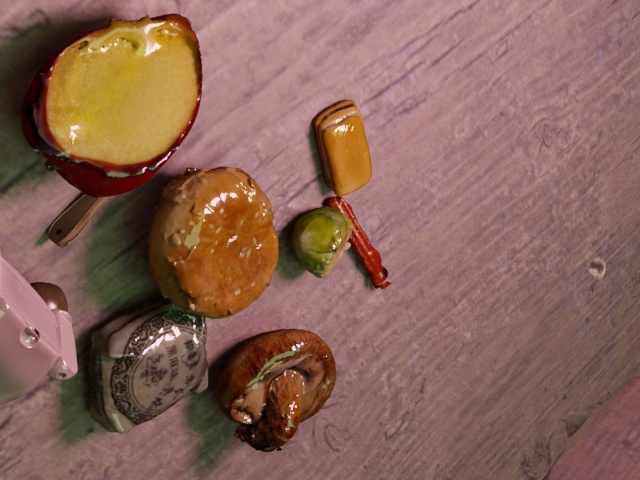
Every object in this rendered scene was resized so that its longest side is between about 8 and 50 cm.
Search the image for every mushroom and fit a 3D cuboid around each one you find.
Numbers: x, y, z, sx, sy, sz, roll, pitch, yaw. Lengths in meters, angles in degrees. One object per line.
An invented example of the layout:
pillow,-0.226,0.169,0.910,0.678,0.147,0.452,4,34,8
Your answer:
mushroom,-0.108,0.330,2.230,0.263,0.195,0.283,31,73,-39

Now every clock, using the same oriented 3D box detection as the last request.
clock,-0.616,0.171,1.650,0.326,0.184,0.342,-24,128,6

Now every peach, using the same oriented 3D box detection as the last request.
peach,-0.352,-0.235,1.705,0.258,0.201,0.361,39,68,-16

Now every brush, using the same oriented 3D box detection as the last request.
brush,-0.373,-0.109,1.849,0.327,0.070,0.065,-48,146,-10

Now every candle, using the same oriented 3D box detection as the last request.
candle,0.095,0.005,2.345,0.051,0.048,0.329,-35,133,-4

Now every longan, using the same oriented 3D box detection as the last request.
longan,-0.520,0.129,1.813,0.119,0.106,0.106,-11,119,-44

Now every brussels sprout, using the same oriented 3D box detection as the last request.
brussels sprout,-0.004,-0.002,2.204,0.149,0.122,0.151,-59,169,15

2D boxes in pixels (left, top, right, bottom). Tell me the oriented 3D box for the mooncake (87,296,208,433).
mooncake,-0.346,0.252,2.014,0.250,0.136,0.254,-25,128,-36

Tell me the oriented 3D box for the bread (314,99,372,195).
bread,0.055,-0.202,2.184,0.116,0.077,0.200,-27,128,-19

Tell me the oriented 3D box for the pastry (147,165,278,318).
pastry,-0.224,-0.005,1.949,0.284,0.184,0.315,-41,133,-27
